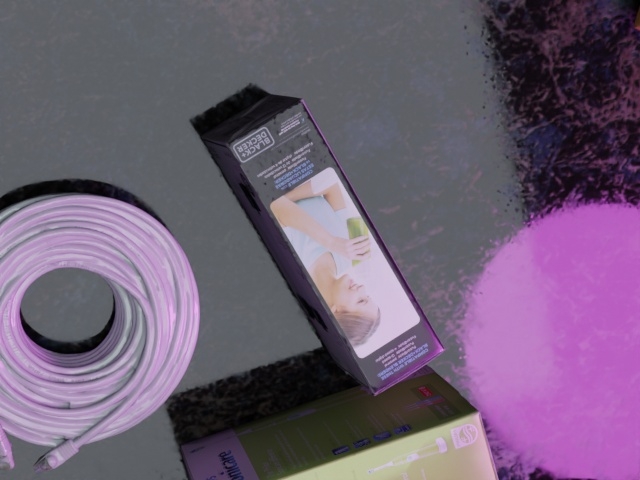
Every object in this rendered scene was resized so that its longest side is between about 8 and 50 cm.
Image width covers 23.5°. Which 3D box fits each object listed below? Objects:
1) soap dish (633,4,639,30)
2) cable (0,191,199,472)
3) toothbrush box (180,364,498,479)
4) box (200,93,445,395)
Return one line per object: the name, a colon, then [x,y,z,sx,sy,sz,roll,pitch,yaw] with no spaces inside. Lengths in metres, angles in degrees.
soap dish: [0.503,-0.279,1.624,0.291,0.118,0.229,20,94,-14]
cable: [-0.250,0.076,1.544,0.257,0.089,0.257,-24,101,-8]
toothbrush box: [0.017,0.242,1.559,0.283,0.206,0.122,-16,102,-9]
box: [0.000,0.000,1.542,0.087,0.169,0.290,-31,101,-8]
